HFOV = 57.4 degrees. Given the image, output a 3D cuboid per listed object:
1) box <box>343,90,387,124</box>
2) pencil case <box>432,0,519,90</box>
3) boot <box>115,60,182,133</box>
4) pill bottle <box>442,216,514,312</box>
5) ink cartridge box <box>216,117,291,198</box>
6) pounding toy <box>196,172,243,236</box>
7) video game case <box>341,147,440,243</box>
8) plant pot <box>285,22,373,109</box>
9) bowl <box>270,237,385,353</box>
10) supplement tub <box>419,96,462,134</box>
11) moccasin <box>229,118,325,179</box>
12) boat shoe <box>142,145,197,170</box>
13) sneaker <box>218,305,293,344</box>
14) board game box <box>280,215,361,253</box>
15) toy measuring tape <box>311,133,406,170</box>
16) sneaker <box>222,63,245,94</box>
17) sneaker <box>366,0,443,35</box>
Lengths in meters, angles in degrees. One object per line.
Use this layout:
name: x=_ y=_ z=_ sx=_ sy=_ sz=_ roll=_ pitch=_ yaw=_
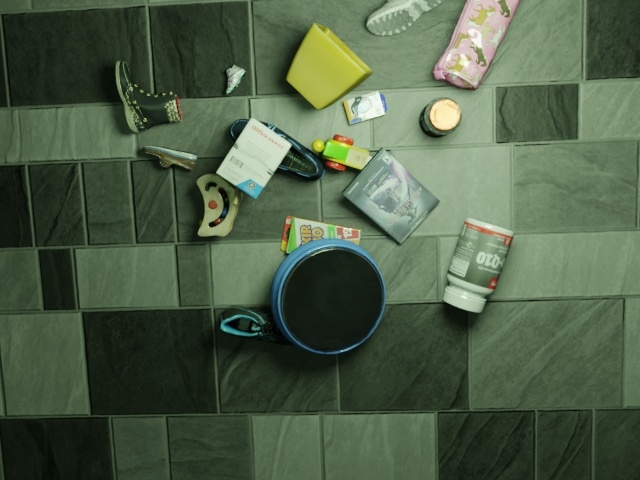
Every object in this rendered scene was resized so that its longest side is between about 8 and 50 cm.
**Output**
box: x=0.150 y=-0.437 z=1.921 sx=0.136 sy=0.028 sz=0.081 roll=-16 pitch=95 yaw=7
pencil case: x=0.490 y=-0.658 z=1.812 sx=0.167 sy=0.160 sz=0.385 roll=24 pitch=98 yaw=8
boot: x=-0.565 y=-0.483 z=1.926 sx=0.179 sy=0.085 sz=0.236 roll=-10 pitch=102 yaw=2
pill bottle: x=0.505 y=0.080 z=1.896 sx=0.161 sy=0.161 sz=0.283 roll=17 pitch=97 yaw=1
ink cartridge box: x=-0.203 y=-0.255 z=1.814 sx=0.148 sy=0.086 sz=0.203 roll=35 pitch=99 yaw=-6
pounding toy: x=-0.343 y=-0.136 z=1.918 sx=0.154 sy=0.155 sz=0.269 roll=19 pitch=97 yaw=-4
video game case: x=0.232 y=-0.142 z=1.914 sx=0.274 sy=0.026 sz=0.196 roll=39 pitch=98 yaw=-19
plant pot: x=0.016 y=-0.531 z=1.838 sx=0.212 sy=0.212 sz=0.187 roll=43 pitch=110 yaw=-3
bowl: x=0.033 y=0.188 z=1.917 sx=0.392 sy=0.077 sz=0.390 roll=-2 pitch=98 yaw=-16
supplement tub: x=0.376 y=-0.385 z=1.833 sx=0.117 sy=0.190 sz=0.116 roll=0 pitch=97 yaw=2
moccasin: x=-0.137 y=-0.308 z=1.905 sx=0.342 sy=0.117 sz=0.137 roll=23 pitch=98 yaw=1
boat shoe: x=-0.507 y=-0.274 z=1.955 sx=0.183 sy=0.066 sz=0.066 roll=12 pitch=99 yaw=2
sneaker: x=-0.175 y=0.298 z=1.969 sx=0.341 sy=0.139 sz=0.124 roll=4 pitch=94 yaw=1
board game box: x=0.000 y=0.000 z=1.979 sx=0.260 sy=0.039 sz=0.124 roll=11 pitch=97 yaw=4
toy measuring tape: x=0.118 y=-0.271 z=1.923 sx=0.330 sy=0.121 sz=0.121 roll=14 pitch=98 yaw=-21
sneaker: x=-0.300 y=-0.536 z=1.930 sx=0.069 sy=0.038 sz=0.098 roll=35 pitch=88 yaw=0
sneaker: x=0.268 y=-0.755 z=1.859 sx=0.281 sy=0.105 sz=0.115 roll=-27 pitch=61 yaw=10
